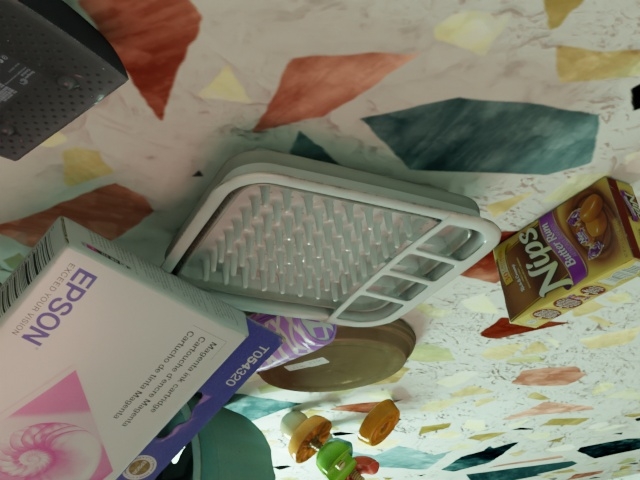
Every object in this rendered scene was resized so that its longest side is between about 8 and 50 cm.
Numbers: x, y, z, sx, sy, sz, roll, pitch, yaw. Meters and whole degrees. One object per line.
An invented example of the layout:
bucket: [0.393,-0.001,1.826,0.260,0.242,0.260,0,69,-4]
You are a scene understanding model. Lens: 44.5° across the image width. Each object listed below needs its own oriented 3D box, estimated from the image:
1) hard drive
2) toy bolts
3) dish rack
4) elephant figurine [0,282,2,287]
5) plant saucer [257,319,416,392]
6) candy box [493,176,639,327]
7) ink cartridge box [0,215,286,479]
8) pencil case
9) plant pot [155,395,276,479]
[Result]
hard drive: [-0.289,-0.157,0.571,0.172,0.054,0.255,-26,145,31]
toy bolts: [0.036,0.390,1.573,0.218,0.158,0.228,-41,146,-21]
dish rack: [0.000,0.000,0.887,0.333,0.072,0.285,10,148,-26]
elephant figurine: [-0.352,0.129,0.928,0.186,0.169,0.239,4,163,24]
plant saucer: [0.018,0.188,1.256,0.278,0.041,0.278,-4,151,-2]
candy box: [0.298,0.020,0.938,0.053,0.109,0.187,13,145,-31]
ink cartridge box: [-0.244,0.176,0.871,0.330,0.071,0.324,34,104,-36]
pencil case: [-0.071,0.131,1.089,0.206,0.086,0.088,-29,136,35]
plant pot: [-0.260,0.395,1.309,0.341,0.341,0.334,-17,157,18]
